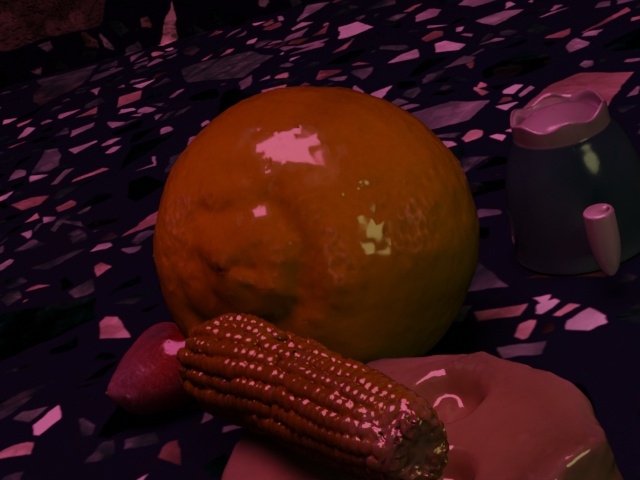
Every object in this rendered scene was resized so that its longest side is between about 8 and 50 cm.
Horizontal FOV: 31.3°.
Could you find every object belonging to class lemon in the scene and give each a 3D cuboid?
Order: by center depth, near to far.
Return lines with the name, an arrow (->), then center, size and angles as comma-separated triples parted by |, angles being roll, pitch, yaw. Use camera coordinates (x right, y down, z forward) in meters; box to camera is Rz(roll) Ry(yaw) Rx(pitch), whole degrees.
lemon -> 0.000, 0.000, 1.171 | 0.348, 0.347, 0.348 | -16, 24, 7

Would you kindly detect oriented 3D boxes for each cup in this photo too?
cup -> 0.287, -0.074, 1.298 | 0.168, 0.173, 0.299 | -15, 24, 5

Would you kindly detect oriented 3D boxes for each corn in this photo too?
corn -> -0.021, 0.124, 0.926 | 0.097, 0.097, 0.320 | -32, 26, -28

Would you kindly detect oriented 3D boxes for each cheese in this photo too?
cheese -> 0.077, 0.208, 0.917 | 0.327, 0.115, 0.318 | -10, 25, 20

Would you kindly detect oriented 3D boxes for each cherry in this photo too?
cherry -> -0.173, 0.142, 1.278 | 0.126, 0.087, 0.106 | -37, 31, 4
